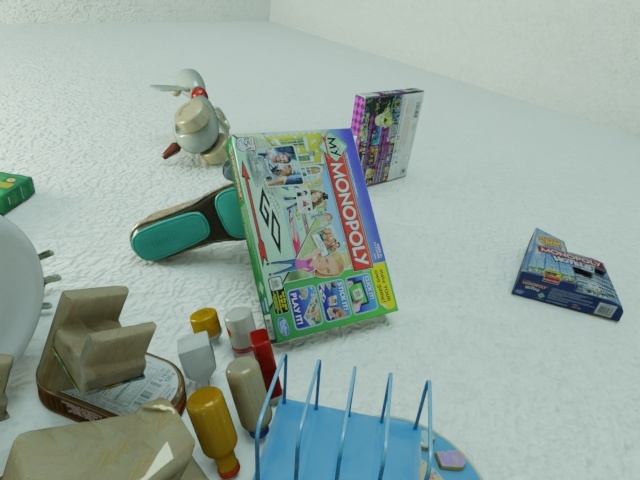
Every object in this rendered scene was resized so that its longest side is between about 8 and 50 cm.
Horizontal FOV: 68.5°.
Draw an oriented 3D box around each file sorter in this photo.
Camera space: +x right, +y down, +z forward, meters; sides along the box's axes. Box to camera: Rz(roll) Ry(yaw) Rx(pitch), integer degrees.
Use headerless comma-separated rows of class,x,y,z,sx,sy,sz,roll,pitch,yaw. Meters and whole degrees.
file sorter,0.025,0.198,0.488,0.170,0.104,0.118,8,31,8

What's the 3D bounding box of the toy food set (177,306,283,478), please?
toy food set,-0.111,0.173,0.599,0.111,0.104,0.232,-16,20,-13

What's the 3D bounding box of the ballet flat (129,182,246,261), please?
ballet flat,-0.178,-0.049,0.829,0.316,0.107,0.106,-12,20,1

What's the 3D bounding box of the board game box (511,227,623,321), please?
board game box,0.479,0.054,0.932,0.194,0.060,0.194,15,34,9

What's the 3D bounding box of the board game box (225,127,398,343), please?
board game box,-0.012,-0.019,0.745,0.214,0.046,0.317,-10,81,-25

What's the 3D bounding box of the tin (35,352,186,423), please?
tin,-0.258,0.177,0.583,0.190,0.040,0.106,16,29,11

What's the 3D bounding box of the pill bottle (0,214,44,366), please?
pill bottle,-0.525,0.049,0.507,0.363,0.210,0.210,7,32,11

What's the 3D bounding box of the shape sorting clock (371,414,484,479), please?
shape sorting clock,0.093,0.277,0.508,0.206,0.040,0.206,6,33,-4

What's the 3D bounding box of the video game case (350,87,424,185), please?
video game case,0.156,-0.254,1.171,0.210,0.232,0.042,-19,40,-36

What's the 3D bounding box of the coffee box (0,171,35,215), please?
coffee box,-0.639,-0.074,0.868,0.113,0.040,0.184,9,32,1

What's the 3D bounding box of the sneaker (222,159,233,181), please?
sneaker,-0.109,-0.150,1.086,0.224,0.083,0.098,-3,39,-20

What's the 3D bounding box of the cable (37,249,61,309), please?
cable,-0.527,0.090,0.658,0.287,0.072,0.139,-13,54,-11

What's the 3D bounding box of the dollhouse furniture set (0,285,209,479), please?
dollhouse furniture set,-0.264,0.257,0.328,0.362,0.256,0.394,41,25,29

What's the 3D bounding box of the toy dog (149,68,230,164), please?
toy dog,-0.344,-0.307,1.201,0.161,0.220,0.333,-28,29,2
